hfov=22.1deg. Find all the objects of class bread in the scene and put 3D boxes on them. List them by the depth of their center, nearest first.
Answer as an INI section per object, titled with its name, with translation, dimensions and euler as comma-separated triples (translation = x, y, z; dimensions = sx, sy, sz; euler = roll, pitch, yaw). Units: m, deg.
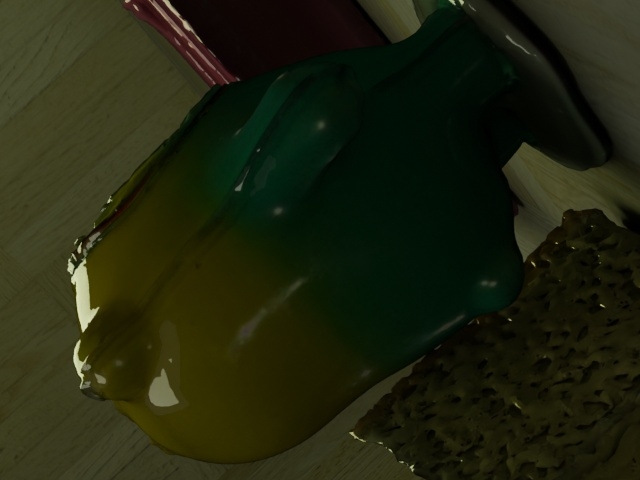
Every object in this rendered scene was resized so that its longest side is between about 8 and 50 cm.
[bread]
translation = 0.209, 0.166, 1.073
dimensions = 0.315, 0.279, 0.248
euler = 62, 164, -21

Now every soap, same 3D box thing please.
[soap]
translation = -0.011, -0.129, 1.425
dimensions = 0.359, 0.128, 0.233
euler = 48, 175, -19

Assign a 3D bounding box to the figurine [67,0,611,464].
[figurine]
translation = 0.000, 0.000, 1.025
dimensions = 0.231, 0.340, 0.323
euler = 46, 177, 24
